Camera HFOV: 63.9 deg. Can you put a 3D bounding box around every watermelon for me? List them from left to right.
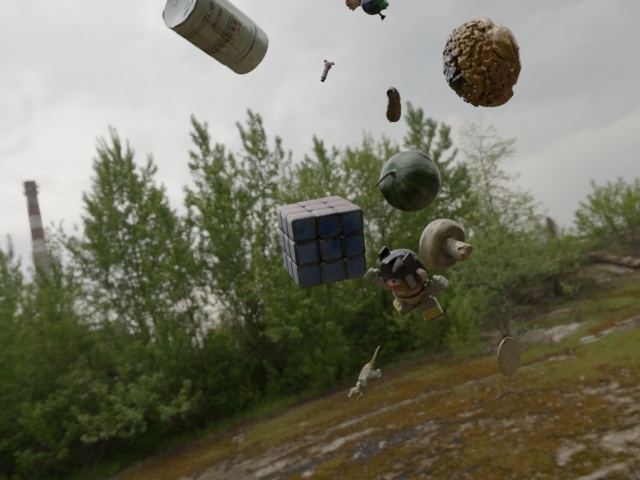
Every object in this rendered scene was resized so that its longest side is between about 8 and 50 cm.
[{"bbox_3d":[0.267,-0.185,1.567,0.188,0.188,0.214,-23,-31,35],"label":"watermelon"}]

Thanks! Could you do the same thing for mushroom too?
[{"bbox_3d":[0.484,0.023,1.949,0.204,0.204,0.204,-15,-11,-3],"label":"mushroom"}]

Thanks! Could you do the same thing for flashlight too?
[{"bbox_3d":[0.024,-0.737,2.236,0.052,0.111,0.031,18,-17,1],"label":"flashlight"}]

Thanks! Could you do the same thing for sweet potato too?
[{"bbox_3d":[0.315,-0.591,2.209,0.075,0.075,0.273,-16,-17,4],"label":"sweet potato"}]

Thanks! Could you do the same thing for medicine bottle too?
[{"bbox_3d":[-0.347,-0.723,1.751,0.189,0.190,0.332,-22,-25,31],"label":"medicine bottle"}]

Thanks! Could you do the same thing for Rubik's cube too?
[{"bbox_3d":[0.000,0.000,2.162,0.304,0.301,0.304,-9,17,-13],"label":"Rubik's cube"}]

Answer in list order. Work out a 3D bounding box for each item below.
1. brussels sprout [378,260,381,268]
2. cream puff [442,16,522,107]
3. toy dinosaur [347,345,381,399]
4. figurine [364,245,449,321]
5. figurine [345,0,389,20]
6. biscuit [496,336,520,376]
[{"bbox_3d":[0.264,0.099,1.990,0.085,0.085,0.058,-11,-28,-23],"label":"brussels sprout"},{"bbox_3d":[0.595,-0.664,1.955,0.231,0.327,0.343,-20,-54,-9],"label":"cream puff"},{"bbox_3d":[0.171,0.486,1.863,0.057,0.212,0.142,30,-12,-5],"label":"toy dinosaur"},{"bbox_3d":[0.287,0.136,1.712,0.308,0.308,0.143,-23,31,34],"label":"figurine"},{"bbox_3d":[0.189,-0.968,2.085,0.194,0.102,0.111,26,12,35],"label":"figurine"},{"bbox_3d":[0.567,0.350,1.545,0.120,0.120,0.015,-7,1,-38],"label":"biscuit"}]
